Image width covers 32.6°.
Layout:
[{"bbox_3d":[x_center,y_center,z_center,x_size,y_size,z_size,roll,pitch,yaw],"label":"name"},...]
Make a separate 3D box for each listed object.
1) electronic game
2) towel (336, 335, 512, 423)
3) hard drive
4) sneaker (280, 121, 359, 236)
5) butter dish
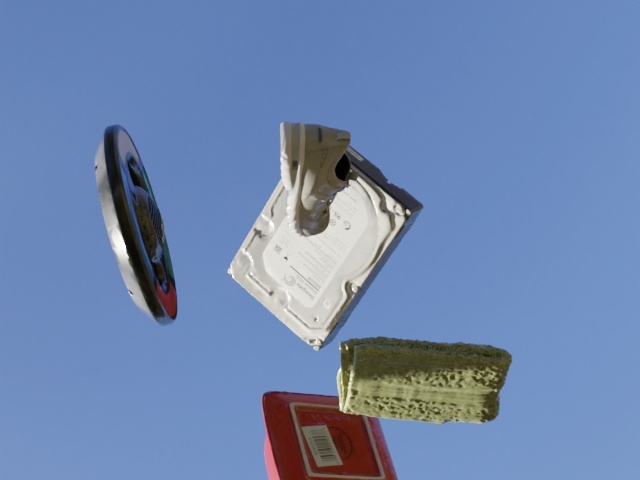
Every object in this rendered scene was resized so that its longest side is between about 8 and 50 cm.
[{"bbox_3d":[-0.198,-0.017,1.212,0.048,0.229,0.229,-15,-50,-1],"label":"electronic game"},{"bbox_3d":[0.088,0.122,0.958,0.148,0.027,0.110,4,-40,2],"label":"towel"},{"bbox_3d":[0.000,0.000,1.946,0.064,0.237,0.339,-26,-27,-57],"label":"hard drive"},{"bbox_3d":[0.004,-0.083,1.692,0.115,0.105,0.281,-1,-23,4],"label":"sneaker"},{"bbox_3d":[-0.005,0.271,1.295,0.160,0.160,0.118,10,-48,-28],"label":"butter dish"}]
